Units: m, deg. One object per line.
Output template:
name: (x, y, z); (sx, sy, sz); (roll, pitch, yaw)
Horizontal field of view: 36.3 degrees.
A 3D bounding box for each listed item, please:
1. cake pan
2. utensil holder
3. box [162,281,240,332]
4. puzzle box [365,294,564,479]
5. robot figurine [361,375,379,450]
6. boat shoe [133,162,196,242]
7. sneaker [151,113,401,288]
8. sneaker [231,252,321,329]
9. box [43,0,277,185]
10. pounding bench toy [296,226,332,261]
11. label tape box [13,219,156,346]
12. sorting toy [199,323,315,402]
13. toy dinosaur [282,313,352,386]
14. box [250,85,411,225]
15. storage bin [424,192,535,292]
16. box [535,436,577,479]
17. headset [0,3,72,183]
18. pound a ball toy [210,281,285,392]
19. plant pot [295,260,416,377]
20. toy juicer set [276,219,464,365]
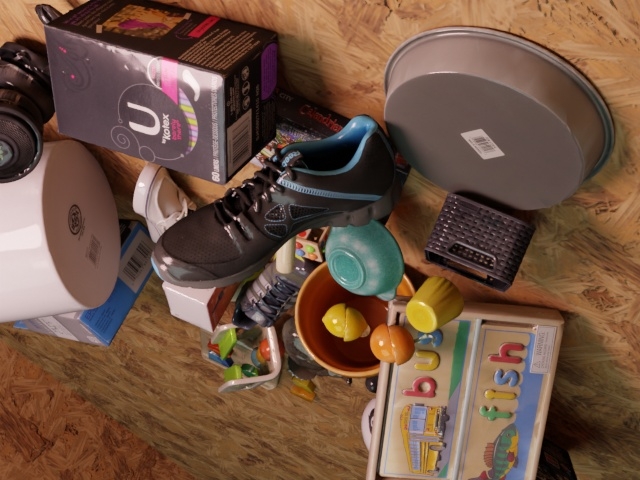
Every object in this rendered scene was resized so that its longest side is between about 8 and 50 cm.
cake pan: (0.203, -0.134, 1.183); (0.293, 0.054, 0.293); (22, 153, 11)
utensil holder: (-0.598, -0.006, 1.750); (0.385, 0.328, 0.328); (-8, 143, 13)
box: (-0.202, 0.058, 1.784); (0.091, 0.170, 0.130); (22, 154, 11)
puzzle box: (0.219, 0.292, 1.561); (0.272, 0.409, 0.052); (5, -163, -2)
robot figurine: (0.199, 0.288, 1.702); (0.173, 0.278, 0.209); (55, 166, -17)
boat shoe: (-0.264, -0.051, 1.734); (0.088, 0.096, 0.267); (18, 154, 9)
sneaker: (-0.064, -0.056, 1.241); (0.125, 0.340, 0.140); (58, 169, 37)
sneaker: (-0.077, 0.097, 1.794); (0.111, 0.121, 0.300); (32, 154, -11)
box: (-0.206, -0.205, 1.285); (0.270, 0.143, 0.165); (18, 129, 20)
pounding bench toy: (0.000, 0.000, 1.607); (0.083, 0.065, 0.052); (16, 152, 21)
label tape box: (-0.516, 0.076, 2.033); (0.333, 0.241, 0.106); (4, 146, 39)
sorting toy: (-0.152, 0.303, 2.336); (0.307, 0.041, 0.229); (25, 154, 5)
toy dinosaur: (-0.014, 0.210, 1.948); (0.160, 0.121, 0.313); (4, 152, 16)
box: (0.011, -0.121, 1.399); (0.233, 0.044, 0.159); (25, 154, 4)
storage bin: (0.213, 0.005, 1.325); (0.122, 0.084, 0.180); (23, 176, 9)
box: (0.361, 0.427, 1.844); (0.295, 0.073, 0.293); (31, -161, -8)
headset: (-0.486, -0.222, 1.492); (0.394, 0.243, 0.185); (-18, 132, 30)
pound a ball toy: (-0.153, 0.203, 2.065); (0.135, 0.208, 0.319); (-7, 169, -13)
plant pot: (0.070, 0.141, 1.677); (0.205, 0.205, 0.188); (21, 169, 12)
toy juicer set: (0.049, 0.045, 1.460); (0.329, 0.089, 0.209); (42, 137, 13)
